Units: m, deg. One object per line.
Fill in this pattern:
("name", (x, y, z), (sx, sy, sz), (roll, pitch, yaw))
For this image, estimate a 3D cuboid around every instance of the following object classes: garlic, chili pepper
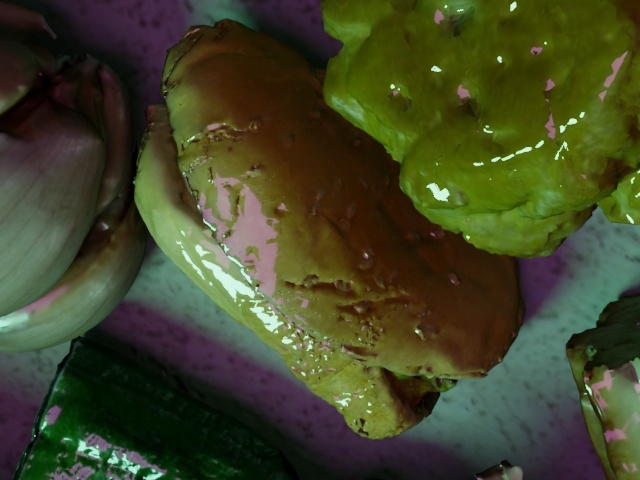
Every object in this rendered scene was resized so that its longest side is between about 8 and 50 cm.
("garlic", (-0.196, -0.024, 0.903), (0.191, 0.160, 0.214), (-20, 104, 28))
("chili pepper", (-0.052, 0.169, 0.980), (0.270, 0.136, 0.099), (21, 154, -1))

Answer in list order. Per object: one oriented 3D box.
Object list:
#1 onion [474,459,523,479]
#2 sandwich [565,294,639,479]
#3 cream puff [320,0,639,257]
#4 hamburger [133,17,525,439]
("onion", (0.078, 0.311, 0.894), (0.256, 0.272, 0.230), (-33, 65, 0))
("sandwich", (0.321, 0.123, 0.844), (0.325, 0.131, 0.262), (-14, 108, 23))
("cream puff", (0.111, -0.115, 0.754), (0.196, 0.244, 0.244), (30, 123, -35))
("hamburger", (0.000, 0.000, 0.877), (0.262, 0.131, 0.124), (43, 117, -11))
